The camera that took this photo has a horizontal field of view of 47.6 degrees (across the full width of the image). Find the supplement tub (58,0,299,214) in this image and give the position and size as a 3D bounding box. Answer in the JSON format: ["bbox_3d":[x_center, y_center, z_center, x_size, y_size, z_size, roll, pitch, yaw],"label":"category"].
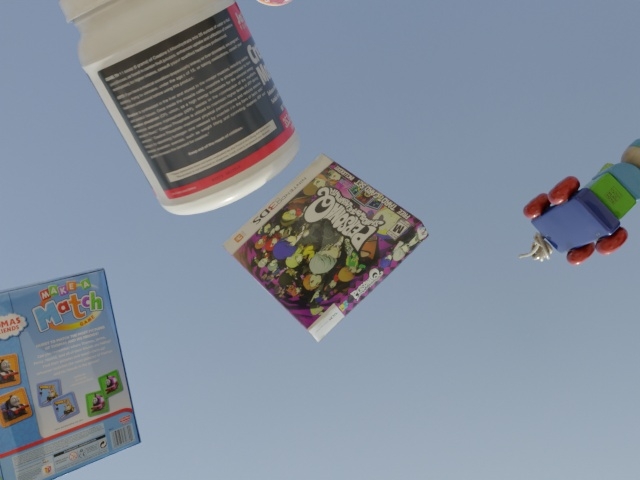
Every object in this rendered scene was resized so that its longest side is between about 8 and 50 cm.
[{"bbox_3d":[-0.159,-0.185,0.849,0.191,0.191,0.272,-21,-68,12],"label":"supplement tub"}]

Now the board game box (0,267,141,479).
[{"bbox_3d":[-0.295,0.149,0.798,0.039,0.160,0.211,-5,-83,47],"label":"board game box"}]

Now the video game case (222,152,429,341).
[{"bbox_3d":[0.000,0.000,1.021,0.210,0.042,0.232,-43,-132,-7],"label":"video game case"}]

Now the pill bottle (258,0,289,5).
[{"bbox_3d":[-0.057,-0.475,1.211,0.121,0.221,0.121,-2,-84,-17],"label":"pill bottle"}]

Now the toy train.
[{"bbox_3d":[0.354,-0.047,0.975,0.143,0.248,0.105,-41,-95,-10],"label":"toy train"}]
